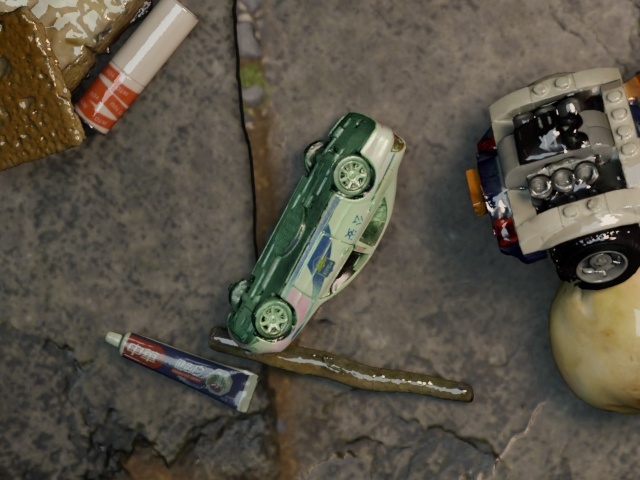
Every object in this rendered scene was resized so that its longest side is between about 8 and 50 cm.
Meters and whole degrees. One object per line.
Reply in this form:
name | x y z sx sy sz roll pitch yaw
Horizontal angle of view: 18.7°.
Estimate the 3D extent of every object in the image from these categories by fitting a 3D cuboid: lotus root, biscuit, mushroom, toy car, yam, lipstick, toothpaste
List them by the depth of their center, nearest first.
toy car | 0.266 -0.072 1.550 0.301 0.118 0.193 -14 52 9
mushroom | 0.255 0.076 1.598 0.148 0.112 0.148 8 101 42
toy car | 0.000 0.000 1.641 0.076 0.090 0.224 28 92 -22
biscuit | -0.307 -0.114 1.657 0.230 0.025 0.131 -13 104 31
yam | 0.017 0.109 1.669 0.234 0.029 0.027 12 52 6
lotus root | -0.208 -0.248 1.673 0.170 0.074 0.261 32 94 8
lipstick | -0.160 -0.152 1.683 0.038 0.038 0.131 41 95 5
toothpaste | -0.123 0.108 1.691 0.140 0.021 0.037 21 98 4
